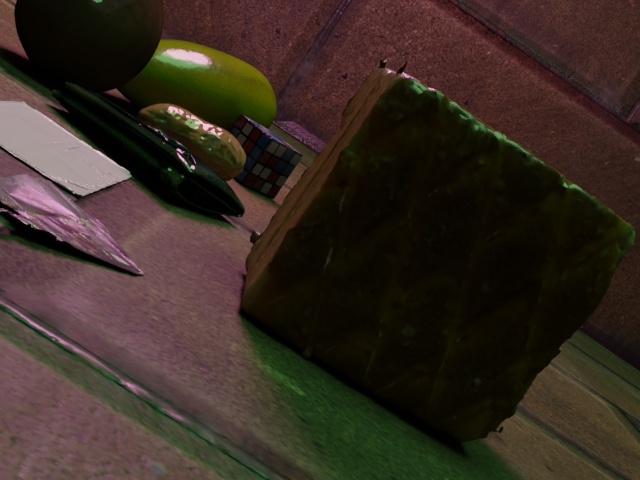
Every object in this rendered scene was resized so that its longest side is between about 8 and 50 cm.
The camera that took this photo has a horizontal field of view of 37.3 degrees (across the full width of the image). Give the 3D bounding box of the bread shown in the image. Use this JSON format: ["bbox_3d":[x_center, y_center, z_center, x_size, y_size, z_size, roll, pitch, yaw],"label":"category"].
[{"bbox_3d":[0.103,0.011,0.928,0.279,0.279,0.207,36,6,-10],"label":"bread"}]

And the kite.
[{"bbox_3d":[-0.233,-0.029,0.707,0.141,0.015,0.245,37,5,24],"label":"kite"}]

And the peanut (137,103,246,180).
[{"bbox_3d":[-0.186,-0.145,1.379,0.174,0.080,0.080,28,10,-19],"label":"peanut"}]

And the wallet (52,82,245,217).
[{"bbox_3d":[-0.210,-0.114,1.185,0.236,0.055,0.160,37,2,26],"label":"wallet"}]

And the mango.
[{"bbox_3d":[-0.221,-0.258,1.606,0.192,0.156,0.343,19,4,38],"label":"mango"}]

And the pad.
[{"bbox_3d":[-0.280,-0.099,0.971,0.156,0.004,0.232,33,8,-4],"label":"pad"}]

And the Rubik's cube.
[{"bbox_3d":[-0.106,-0.140,1.591,0.092,0.092,0.092,40,10,36],"label":"Rubik's cube"}]

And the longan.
[{"bbox_3d":[-0.325,-0.305,1.334,0.196,0.196,0.220,36,42,12],"label":"longan"}]
